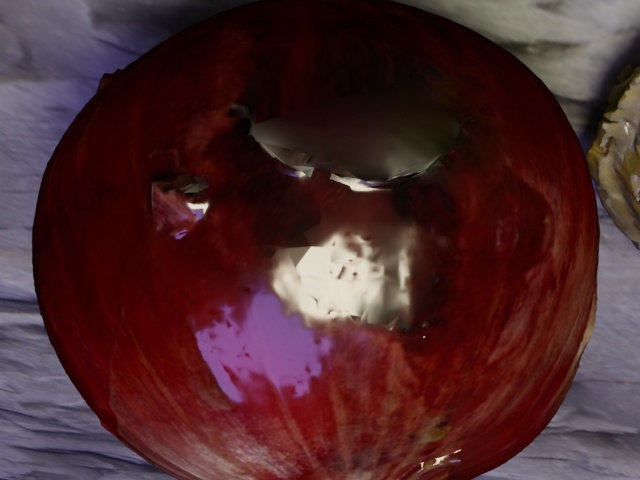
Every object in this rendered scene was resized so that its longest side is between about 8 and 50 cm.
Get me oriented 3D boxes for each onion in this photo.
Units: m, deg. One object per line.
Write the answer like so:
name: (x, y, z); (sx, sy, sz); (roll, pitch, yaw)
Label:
onion: (-0.003, 0.007, 0.594); (0.341, 0.341, 0.341); (8, 143, 6)

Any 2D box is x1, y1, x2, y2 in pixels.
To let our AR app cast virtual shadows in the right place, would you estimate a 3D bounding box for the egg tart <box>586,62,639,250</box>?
egg tart: (0.336, -0.028, 0.603); (0.352, 0.150, 0.352); (10, 145, 7)
